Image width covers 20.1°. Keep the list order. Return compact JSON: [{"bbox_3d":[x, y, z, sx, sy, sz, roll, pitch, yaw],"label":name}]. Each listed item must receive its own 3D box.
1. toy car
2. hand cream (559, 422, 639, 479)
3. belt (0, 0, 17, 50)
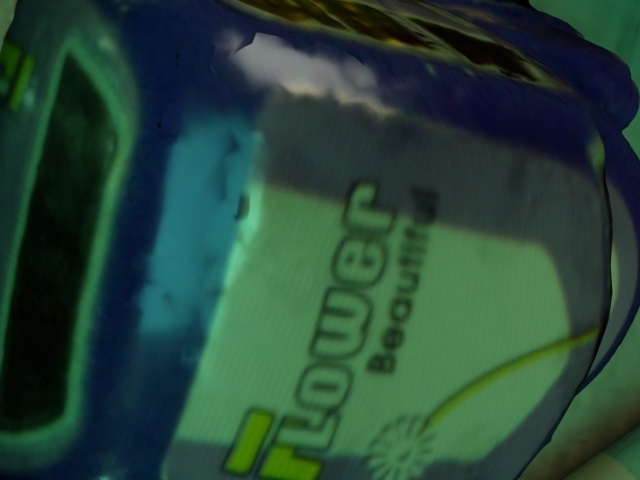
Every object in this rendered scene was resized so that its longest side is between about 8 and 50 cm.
[{"bbox_3d":[0.000,0.000,0.495,0.235,0.158,0.172,5,104,-33],"label":"toy car"},{"bbox_3d":[0.119,0.112,0.627,0.312,0.070,0.111,-32,107,-10],"label":"hand cream"},{"bbox_3d":[-0.215,-0.116,0.370,0.324,0.227,0.115,26,100,-25],"label":"belt"}]
